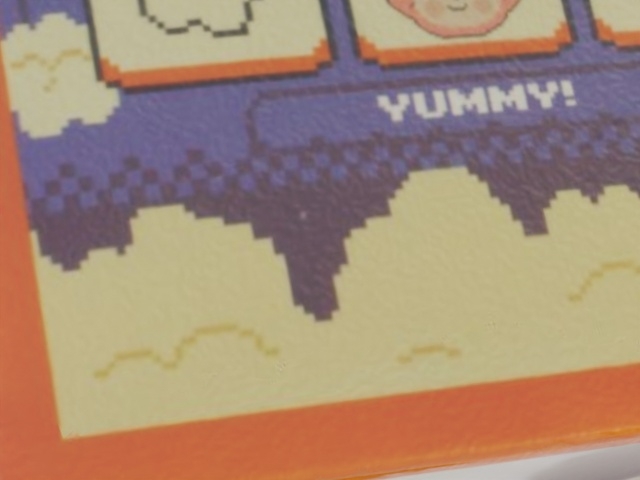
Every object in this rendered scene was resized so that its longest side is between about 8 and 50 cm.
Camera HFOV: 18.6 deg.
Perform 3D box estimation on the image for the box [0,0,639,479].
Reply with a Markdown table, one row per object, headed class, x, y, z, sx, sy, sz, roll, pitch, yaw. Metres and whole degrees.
| class | x | y | z | sx | sy | sz | roll | pitch | yaw |
| --- | --- | --- | --- | --- | --- | --- | --- | --- | --- |
| box | 0.000 | 0.000 | 0.724 | 0.348 | 0.319 | 0.257 | 122 | 138 | -66 |
